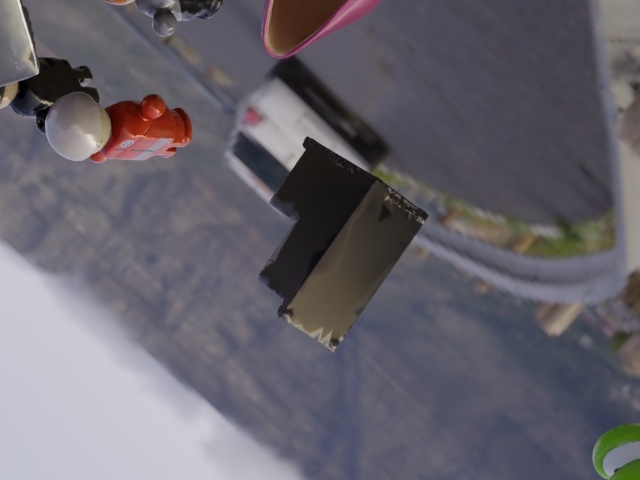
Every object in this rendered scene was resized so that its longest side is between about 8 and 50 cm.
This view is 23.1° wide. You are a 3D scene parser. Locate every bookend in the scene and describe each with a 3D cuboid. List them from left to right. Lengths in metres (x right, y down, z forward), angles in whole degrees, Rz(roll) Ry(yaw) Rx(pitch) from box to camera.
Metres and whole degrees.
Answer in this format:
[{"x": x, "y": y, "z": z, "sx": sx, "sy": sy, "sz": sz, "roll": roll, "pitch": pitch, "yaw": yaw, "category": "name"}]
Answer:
[{"x": 0.000, "y": 0.000, "z": 1.488, "sx": 0.072, "sy": 0.157, "sz": 0.156, "roll": 35, "pitch": 180, "yaw": -31, "category": "bookend"}]

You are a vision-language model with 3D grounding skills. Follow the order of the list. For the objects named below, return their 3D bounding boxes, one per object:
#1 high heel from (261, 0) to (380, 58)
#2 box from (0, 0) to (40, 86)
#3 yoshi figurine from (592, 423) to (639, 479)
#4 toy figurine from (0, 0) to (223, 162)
[{"x": 0.051, "y": -0.257, "z": 1.044, "sx": 0.127, "sy": 0.181, "sz": 0.377, "roll": 28, "pitch": 158, "yaw": 1, "category": "high heel"}, {"x": -0.394, "y": -0.215, "z": 1.161, "sx": 0.294, "sy": 0.296, "sz": 0.182, "roll": -121, "pitch": 16, "yaw": -50, "category": "box"}, {"x": 0.375, "y": 0.206, "z": 1.279, "sx": 0.203, "sy": 0.362, "sz": 0.203, "roll": 1, "pitch": -102, "yaw": -48, "category": "yoshi figurine"}, {"x": -0.213, "y": -0.183, "z": 1.408, "sx": 0.213, "sy": 0.209, "sz": 0.148, "roll": 28, "pitch": -162, "yaw": 38, "category": "toy figurine"}]
